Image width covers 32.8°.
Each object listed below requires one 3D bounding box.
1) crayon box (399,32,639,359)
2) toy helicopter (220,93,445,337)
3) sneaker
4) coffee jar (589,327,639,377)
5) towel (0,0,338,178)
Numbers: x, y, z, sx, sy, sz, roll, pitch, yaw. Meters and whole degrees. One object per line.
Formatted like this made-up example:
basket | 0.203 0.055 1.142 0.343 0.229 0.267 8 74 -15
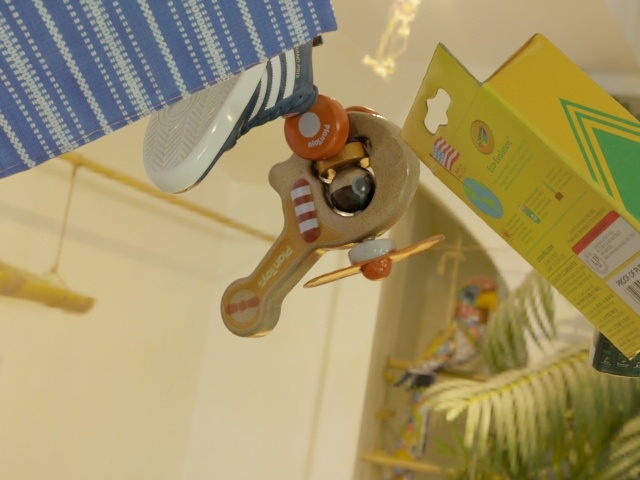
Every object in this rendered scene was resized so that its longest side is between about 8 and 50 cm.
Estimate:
crayon box | 0.224 -0.050 0.990 0.318 0.081 0.202 44 -18 8
toy helicopter | 0.000 0.000 1.404 0.235 0.355 0.140 47 20 23
sneaker | -0.081 -0.167 1.276 0.131 0.350 0.148 -2 -40 37
coffee jar | 0.458 0.115 1.626 0.096 0.079 0.184 8 -51 14
towel | -0.172 -0.199 0.852 0.336 0.040 0.243 -24 -47 0
